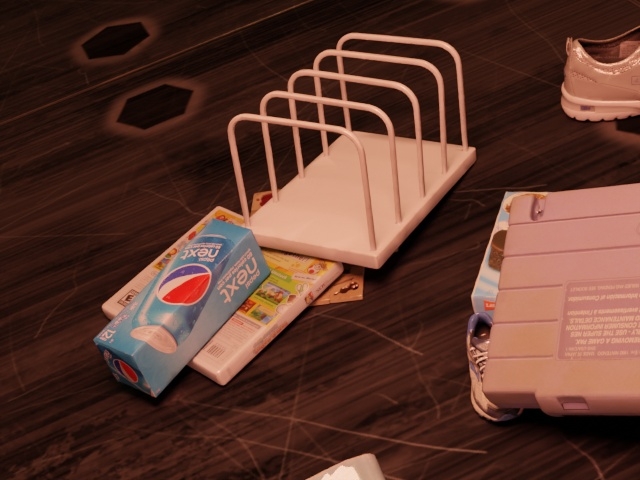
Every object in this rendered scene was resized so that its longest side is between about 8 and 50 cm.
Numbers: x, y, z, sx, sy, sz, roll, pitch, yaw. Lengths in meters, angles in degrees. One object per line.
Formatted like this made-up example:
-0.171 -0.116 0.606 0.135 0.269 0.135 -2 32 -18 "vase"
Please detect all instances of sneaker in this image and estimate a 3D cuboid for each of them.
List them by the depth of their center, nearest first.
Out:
0.170 0.125 1.198 0.052 0.058 0.135 -15 37 2 "sneaker"
0.444 -0.225 1.496 0.281 0.115 0.105 -9 37 10 "sneaker"

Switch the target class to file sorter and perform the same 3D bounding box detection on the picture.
0.042 -0.122 1.434 0.192 0.173 0.277 11 35 29 "file sorter"

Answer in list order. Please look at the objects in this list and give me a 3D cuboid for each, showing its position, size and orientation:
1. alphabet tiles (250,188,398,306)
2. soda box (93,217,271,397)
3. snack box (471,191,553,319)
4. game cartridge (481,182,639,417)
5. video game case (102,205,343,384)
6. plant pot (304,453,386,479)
0.000 0.000 1.465 0.198 0.009 0.237 -8 38 11 "alphabet tiles"
-0.152 0.072 1.327 0.067 0.071 0.210 15 51 37 "soda box"
0.339 0.025 1.261 0.321 0.060 0.187 1 39 22 "snack box"
0.330 0.051 1.083 0.355 0.068 0.230 -5 63 34 "game cartridge"
-0.119 0.058 1.409 0.227 0.026 0.206 23 56 42 "video game case"
-0.005 0.354 0.829 0.247 0.247 0.252 -24 48 -10 "plant pot"
